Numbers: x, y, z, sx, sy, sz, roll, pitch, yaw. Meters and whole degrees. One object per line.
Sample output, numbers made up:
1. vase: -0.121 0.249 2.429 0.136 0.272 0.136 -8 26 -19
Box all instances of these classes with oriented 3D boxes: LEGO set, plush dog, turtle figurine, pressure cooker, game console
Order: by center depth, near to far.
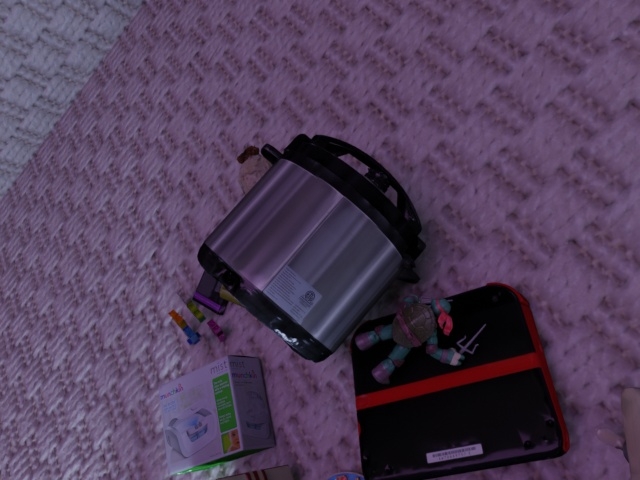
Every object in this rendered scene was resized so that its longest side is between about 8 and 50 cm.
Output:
1. turtle figurine: 0.185 0.171 1.064 0.234 0.118 0.175 -37 46 20
2. game console: 0.241 0.275 1.073 0.387 0.060 0.341 -22 54 24
3. pressure cooker: 0.002 0.001 1.174 0.420 0.370 0.376 -50 49 -6
4. plush dog: -0.115 -0.128 1.398 0.211 0.225 0.262 -32 59 24
5. LEGO set: -0.355 0.242 1.552 0.087 0.093 0.227 -39 45 -18

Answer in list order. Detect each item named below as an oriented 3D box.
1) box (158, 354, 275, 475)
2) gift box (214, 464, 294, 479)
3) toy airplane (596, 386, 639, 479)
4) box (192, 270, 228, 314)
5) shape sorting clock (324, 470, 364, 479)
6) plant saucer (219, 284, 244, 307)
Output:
1. box: -0.266 0.441 1.394 0.262 0.127 0.230 -27 63 27
2. gift box: -0.158 0.647 1.155 0.276 0.255 0.258 -45 55 31
3. toy airplane: 0.479 0.461 0.764 0.384 0.273 0.385 -120 48 -65
4. box: -0.293 0.118 1.573 0.116 0.029 0.162 22 90 37
5. shape sorting clock: 0.064 0.597 1.161 0.206 0.040 0.206 -12 69 33
6. plant saucer: -0.181 0.090 1.472 0.188 0.045 0.188 18 86 28
